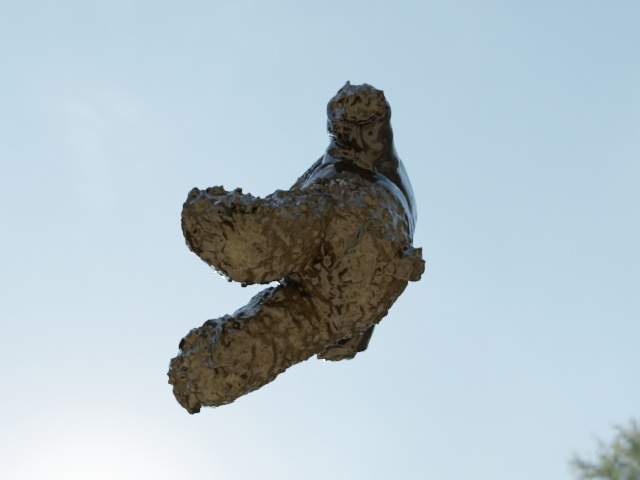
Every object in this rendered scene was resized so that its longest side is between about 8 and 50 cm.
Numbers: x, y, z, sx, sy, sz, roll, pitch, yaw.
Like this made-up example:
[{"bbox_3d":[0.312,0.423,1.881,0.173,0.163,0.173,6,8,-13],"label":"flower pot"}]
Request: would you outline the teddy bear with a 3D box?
[{"bbox_3d":[0.007,0.002,0.586,0.078,0.160,0.119,11,-67,19],"label":"teddy bear"}]
